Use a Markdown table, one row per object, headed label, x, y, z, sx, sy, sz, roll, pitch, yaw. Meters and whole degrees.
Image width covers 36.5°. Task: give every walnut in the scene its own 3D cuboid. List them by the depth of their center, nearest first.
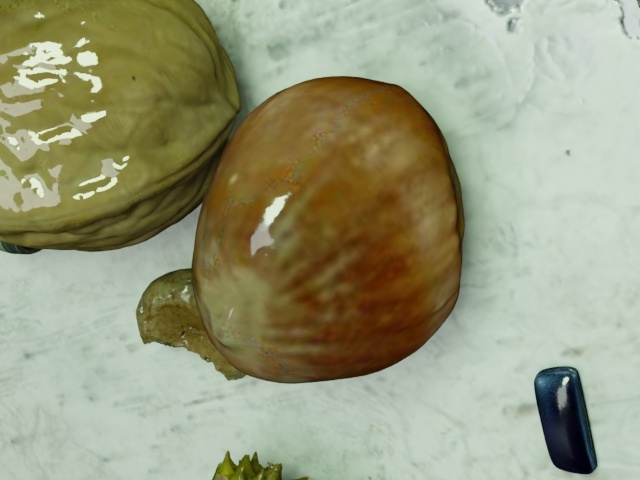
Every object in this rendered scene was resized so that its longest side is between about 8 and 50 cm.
| label | x | y | z | sx | sy | sz | roll | pitch | yaw |
| --- | --- | --- | --- | --- | --- | --- | --- | --- | --- |
| walnut | -0.168 | -0.096 | 0.701 | 0.228 | 0.228 | 0.228 | 11 | 114 | 26 |

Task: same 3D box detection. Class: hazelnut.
| label | x | y | z | sx | sy | sz | roll | pitch | yaw |
| --- | --- | --- | --- | --- | --- | --- | --- | --- | --- |
| hazelnut | 0.000 | 0.000 | 0.646 | 0.176 | 0.214 | 0.214 | 17 | 117 | 38 |

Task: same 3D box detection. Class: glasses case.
| label | x | y | z | sx | sy | sz | roll | pitch | yaw |
| --- | --- | --- | --- | --- | --- | --- | --- | --- | --- |
| glasses case | 0.176 | 0.132 | 0.702 | 0.033 | 0.023 | 0.083 | -7 | 105 | 30 |

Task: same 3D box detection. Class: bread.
| label | x | y | z | sx | sy | sz | roll | pitch | yaw |
| --- | --- | --- | --- | --- | --- | --- | --- | --- | --- |
| bread | -0.095 | 0.060 | 0.807 | 0.113 | 0.060 | 0.082 | 24 | 119 | 18 |

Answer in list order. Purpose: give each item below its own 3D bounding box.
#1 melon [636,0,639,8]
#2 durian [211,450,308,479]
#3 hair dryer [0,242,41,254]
| label | x | y | z | sx | sy | sz | roll | pitch | yaw |
| --- | --- | --- | --- | --- | --- | --- | --- | --- | --- |
| melon | 0.207 | -0.169 | 0.539 | 0.098 | 0.054 | 0.182 | -38 | 99 | 26 |
| durian | -0.041 | 0.293 | 0.829 | 0.186 | 0.153 | 0.261 | 40 | 129 | 36 |
| hair dryer | -0.313 | -0.137 | 0.862 | 0.229 | 0.092 | 0.267 | 15 | 102 | 31 |
